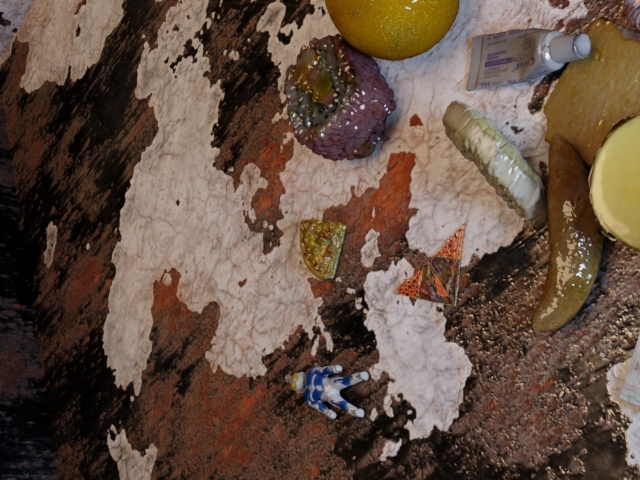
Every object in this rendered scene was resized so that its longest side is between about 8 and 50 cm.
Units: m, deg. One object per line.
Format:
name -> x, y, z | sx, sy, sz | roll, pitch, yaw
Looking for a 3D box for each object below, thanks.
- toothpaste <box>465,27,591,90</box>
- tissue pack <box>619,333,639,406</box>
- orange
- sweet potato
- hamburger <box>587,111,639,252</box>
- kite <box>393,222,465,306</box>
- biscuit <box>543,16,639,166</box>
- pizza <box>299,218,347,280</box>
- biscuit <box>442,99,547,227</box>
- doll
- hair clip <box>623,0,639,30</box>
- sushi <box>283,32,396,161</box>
toothpaste -> 0.377, -0.345, 1.543 | 0.282, 0.068, 0.099 | 7, 58, 55
tissue pack -> 0.506, 0.205, 1.290 | 0.056, 0.023, 0.108 | 19, 94, 48
orange -> 0.144, -0.496, 1.672 | 0.274, 0.274, 0.274 | -14, 70, 44
sweet potato -> 0.420, -0.015, 1.386 | 0.114, 0.092, 0.342 | 1, 81, 39
hamburger -> 0.534, -0.086, 1.244 | 0.237, 0.148, 0.237 | -3, 86, 50
kite -> 0.236, 0.080, 1.626 | 0.222, 0.008, 0.125 | -48, 52, 28
biscuit -> 0.495, -0.244, 1.422 | 0.232, 0.013, 0.237 | 42, 111, 44
pizza -> -0.001, 0.000, 1.868 | 0.134, 0.046, 0.175 | -53, 47, 24
biscuit -> 0.310, -0.158, 1.497 | 0.084, 0.179, 0.281 | -40, 58, 8
doll -> 0.003, 0.319, 1.780 | 0.227, 0.057, 0.114 | 0, 84, 45
hair clip -> 0.605, -0.403, 1.303 | 0.300, 0.069, 0.173 | 25, 99, 47
sushi -> 0.035, -0.309, 1.820 | 0.236, 0.170, 0.270 | -42, 50, 33
